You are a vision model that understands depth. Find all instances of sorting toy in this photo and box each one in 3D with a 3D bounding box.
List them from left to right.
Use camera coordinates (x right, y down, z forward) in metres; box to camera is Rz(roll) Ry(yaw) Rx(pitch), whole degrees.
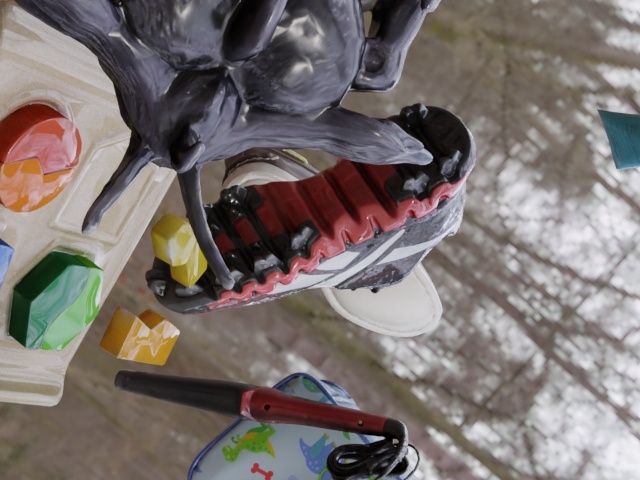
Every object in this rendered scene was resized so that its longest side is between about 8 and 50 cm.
[{"bbox_3d":[-0.147,0.000,0.905,0.307,0.041,0.229,20,97,-62],"label":"sorting toy"}]

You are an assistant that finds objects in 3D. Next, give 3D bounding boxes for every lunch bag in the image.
[{"bbox_3d":[-0.005,0.243,1.301,0.176,0.219,0.090,-43,160,4],"label":"lunch bag"}]

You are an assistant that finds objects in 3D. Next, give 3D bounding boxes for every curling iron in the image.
[{"bbox_3d":[-0.050,0.142,1.148,0.274,0.035,0.068,15,-119,24],"label":"curling iron"}]

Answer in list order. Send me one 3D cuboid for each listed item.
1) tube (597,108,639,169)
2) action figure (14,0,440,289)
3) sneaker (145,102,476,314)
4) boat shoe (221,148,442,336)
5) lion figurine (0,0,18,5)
[{"bbox_3d":[0.395,-0.114,1.661,0.052,0.080,0.207,-23,-165,-24],"label":"tube"},{"bbox_3d":[-0.019,-0.124,0.487,0.275,0.164,0.141,-70,-162,-6],"label":"action figure"},{"bbox_3d":[0.000,0.000,1.142,0.276,0.135,0.097,-25,-125,-5],"label":"sneaker"},{"bbox_3d":[0.016,-0.004,1.651,0.116,0.324,0.096,-42,-150,23],"label":"boat shoe"},{"bbox_3d":[-0.271,-0.230,1.134,0.240,0.392,0.142,-88,-170,-51],"label":"lion figurine"}]
